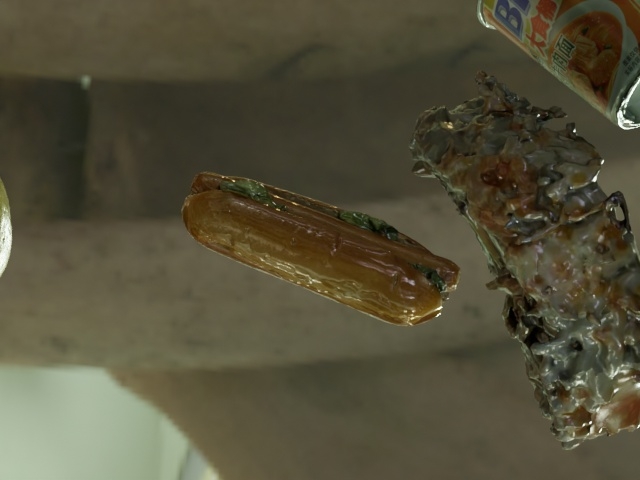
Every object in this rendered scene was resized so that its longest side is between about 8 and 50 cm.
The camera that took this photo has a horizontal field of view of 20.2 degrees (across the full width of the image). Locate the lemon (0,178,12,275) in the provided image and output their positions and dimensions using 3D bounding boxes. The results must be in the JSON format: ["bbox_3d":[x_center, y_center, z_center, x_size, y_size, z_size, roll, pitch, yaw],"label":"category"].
[{"bbox_3d":[-0.377,-0.027,1.687,0.170,0.170,0.207,-111,-179,-64],"label":"lemon"}]

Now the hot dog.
[{"bbox_3d":[0.000,0.000,1.556,0.100,0.249,0.068,-57,168,-64],"label":"hot dog"}]

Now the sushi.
[{"bbox_3d":[0.236,0.007,1.916,0.417,0.176,0.417,62,4,-8],"label":"sushi"}]

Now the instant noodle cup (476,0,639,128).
[{"bbox_3d":[0.357,-0.281,2.059,0.214,0.296,0.296,48,-35,19],"label":"instant noodle cup"}]
